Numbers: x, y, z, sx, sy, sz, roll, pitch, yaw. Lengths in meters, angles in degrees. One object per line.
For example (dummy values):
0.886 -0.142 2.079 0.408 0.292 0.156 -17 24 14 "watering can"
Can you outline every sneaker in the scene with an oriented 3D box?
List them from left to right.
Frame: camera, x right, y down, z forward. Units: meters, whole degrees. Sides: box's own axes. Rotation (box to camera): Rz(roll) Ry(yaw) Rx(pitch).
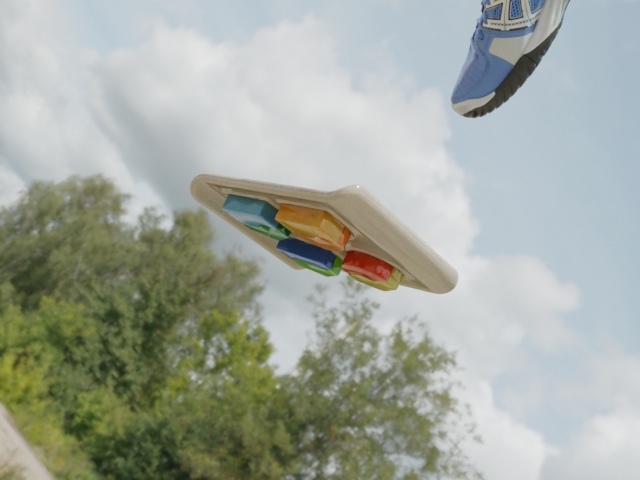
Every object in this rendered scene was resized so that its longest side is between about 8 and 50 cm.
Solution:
0.155 -0.197 0.676 0.081 0.080 0.211 22 -62 -11 "sneaker"

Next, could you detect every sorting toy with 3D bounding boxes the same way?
0.000 0.000 0.795 0.208 0.038 0.193 6 -23 42 "sorting toy"
